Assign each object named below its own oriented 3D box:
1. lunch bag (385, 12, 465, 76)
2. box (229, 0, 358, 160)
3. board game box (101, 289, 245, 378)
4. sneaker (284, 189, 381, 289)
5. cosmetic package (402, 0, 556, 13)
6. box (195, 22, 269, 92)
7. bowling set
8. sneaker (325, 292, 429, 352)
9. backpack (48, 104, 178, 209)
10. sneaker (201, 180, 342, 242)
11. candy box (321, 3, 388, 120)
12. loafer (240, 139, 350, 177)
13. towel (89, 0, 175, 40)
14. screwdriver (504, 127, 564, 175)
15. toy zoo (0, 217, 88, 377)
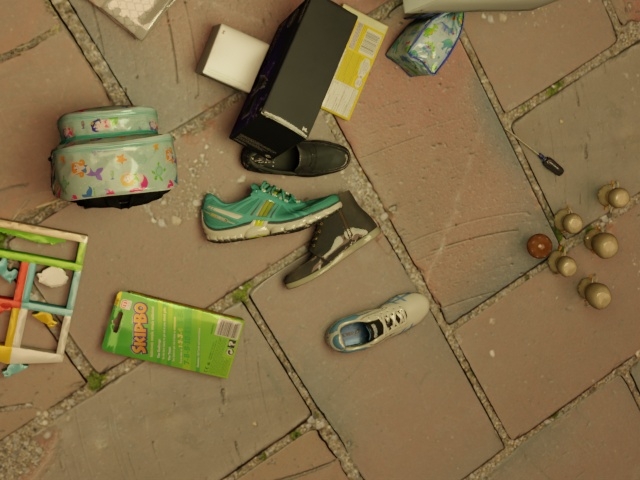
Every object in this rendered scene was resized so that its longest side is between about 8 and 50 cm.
[{"bbox_3d":[0.215,-0.406,1.835,0.096,0.129,0.151,38,88,-20],"label":"lunch bag"},{"bbox_3d":[-0.051,-0.298,1.705,0.103,0.184,0.261,28,71,-20],"label":"box"},{"bbox_3d":[-0.289,0.184,1.826,0.259,0.039,0.124,16,93,-22],"label":"board game box"},{"bbox_3d":[0.000,0.000,1.874,0.222,0.083,0.118,-35,89,-2],"label":"sneaker"},{"bbox_3d":[0.290,-0.580,1.750,0.377,0.097,0.284,-13,94,-39],"label":"cosmetic package"},{"bbox_3d":[-0.167,-0.342,1.748,0.101,0.087,0.102,21,92,-19],"label":"box"},{"bbox_3d":[0.542,-0.003,2.018,0.200,0.154,0.287,11,97,0],"label":"bowling set"},{"bbox_3d":[0.126,0.175,1.929,0.237,0.086,0.085,-21,103,-15],"label":"sneaker"},{"bbox_3d":[-0.363,-0.141,1.633,0.225,0.253,0.191,-7,101,-15],"label":"backpack"},{"bbox_3d":[-0.096,-0.062,1.791,0.275,0.107,0.110,-8,90,1],"label":"sneaker"},{"bbox_3d":[0.048,-0.352,1.846,0.105,0.027,0.206,23,91,-17],"label":"candy box"},{"bbox_3d":[-0.044,-0.158,1.822,0.223,0.078,0.076,-1,100,-17],"label":"loafer"},{"bbox_3d":[-0.340,-0.574,1.645,0.317,0.053,0.332,39,96,-20],"label":"towel"},{"bbox_3d":[0.463,-0.196,2.006,0.170,0.024,0.025,39,116,-17],"label":"screwdriver"},{"bbox_3d":[-0.557,0.114,1.732,0.192,0.030,0.293,12,95,-19],"label":"toy zoo"}]
